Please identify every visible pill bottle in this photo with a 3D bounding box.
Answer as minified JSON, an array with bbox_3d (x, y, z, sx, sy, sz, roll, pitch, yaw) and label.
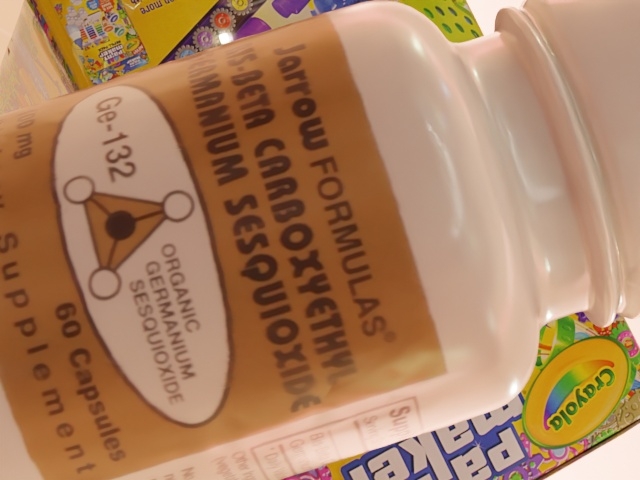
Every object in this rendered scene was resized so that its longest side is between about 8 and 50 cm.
[{"bbox_3d":[0.000,0.000,0.468,0.229,0.131,0.131,-18,-106,0],"label":"pill bottle"}]

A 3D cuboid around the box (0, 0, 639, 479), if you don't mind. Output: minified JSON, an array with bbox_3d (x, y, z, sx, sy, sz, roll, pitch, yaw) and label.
[{"bbox_3d":[-0.024,0.006,0.772,0.177,0.290,0.279,-26,-90,-18],"label":"box"}]
